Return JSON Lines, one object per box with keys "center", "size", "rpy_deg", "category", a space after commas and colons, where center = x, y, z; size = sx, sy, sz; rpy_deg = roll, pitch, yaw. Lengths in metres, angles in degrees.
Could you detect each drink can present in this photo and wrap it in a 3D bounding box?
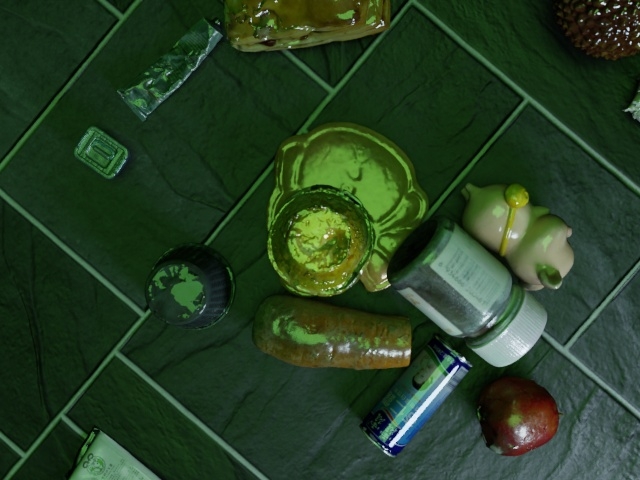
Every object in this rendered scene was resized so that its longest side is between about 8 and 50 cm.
{"center": [0.184, 0.296, 1.524], "size": [0.097, 0.097, 0.235], "rpy_deg": [40, 93, 1], "category": "drink can"}

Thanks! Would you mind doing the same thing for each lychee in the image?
{"center": [0.554, -0.456, 1.411], "size": [0.272, 0.271, 0.271], "rpy_deg": [0, 91, 2], "category": "lychee"}

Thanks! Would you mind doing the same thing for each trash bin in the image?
{"center": [-0.258, 0.090, 1.505], "size": [0.176, 0.161, 0.175], "rpy_deg": [0, 89, 3], "category": "trash bin"}

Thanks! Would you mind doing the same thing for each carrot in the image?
{"center": [0.021, 0.180, 1.511], "size": [0.302, 0.139, 0.138], "rpy_deg": [5, 91, 2], "category": "carrot"}

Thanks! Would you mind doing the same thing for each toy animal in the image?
{"center": [0.364, -0.021, 1.482], "size": [0.149, 0.165, 0.248], "rpy_deg": [-44, 83, 7], "category": "toy animal"}

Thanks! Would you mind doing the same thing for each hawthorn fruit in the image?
{"center": [0.381, 0.329, 1.497], "size": [0.172, 0.148, 0.148], "rpy_deg": [0, 91, -6], "category": "hawthorn fruit"}

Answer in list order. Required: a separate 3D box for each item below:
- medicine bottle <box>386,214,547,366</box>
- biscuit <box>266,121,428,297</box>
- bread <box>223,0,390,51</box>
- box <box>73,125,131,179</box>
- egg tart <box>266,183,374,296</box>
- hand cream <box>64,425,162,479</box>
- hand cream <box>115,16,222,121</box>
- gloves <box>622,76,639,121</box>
{"center": [0.268, 0.095, 1.463], "size": [0.273, 0.165, 0.165], "rpy_deg": [41, 92, -12], "category": "medicine bottle"}
{"center": [0.046, -0.051, 1.542], "size": [0.312, 0.057, 0.351], "rpy_deg": [12, 92, 3], "category": "biscuit"}
{"center": [-0.028, -0.505, 1.478], "size": [0.325, 0.167, 0.277], "rpy_deg": [-2, 91, 1], "category": "bread"}
{"center": [-0.422, -0.171, 1.556], "size": [0.099, 0.054, 0.074], "rpy_deg": [35, 94, 1], "category": "box"}
{"center": [0.001, 0.001, 1.475], "size": [0.213, 0.090, 0.212], "rpy_deg": [0, 90, -1], "category": "egg tart"}
{"center": [-0.350, 0.513, 1.571], "size": [0.336, 0.076, 0.121], "rpy_deg": [34, 87, 7], "category": "hand cream"}
{"center": [-0.286, -0.344, 1.548], "size": [0.248, 0.052, 0.075], "rpy_deg": [-42, 89, 3], "category": "hand cream"}
{"center": [0.665, -0.254, 1.505], "size": [0.153, 0.070, 0.114], "rpy_deg": [21, 92, 0], "category": "gloves"}
